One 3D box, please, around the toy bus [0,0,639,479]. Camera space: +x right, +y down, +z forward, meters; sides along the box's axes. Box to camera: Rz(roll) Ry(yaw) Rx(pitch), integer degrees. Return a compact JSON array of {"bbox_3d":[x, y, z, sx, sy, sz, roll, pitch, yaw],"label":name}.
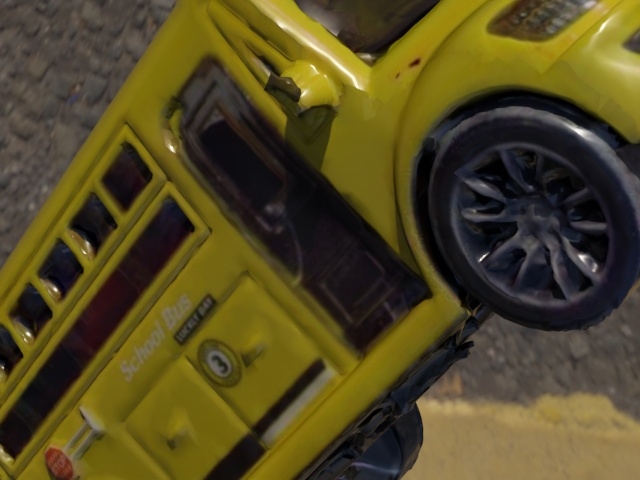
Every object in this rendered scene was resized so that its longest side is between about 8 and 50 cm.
[{"bbox_3d":[0.000,0.000,0.514,0.151,0.145,0.331,47,132,7],"label":"toy bus"}]
